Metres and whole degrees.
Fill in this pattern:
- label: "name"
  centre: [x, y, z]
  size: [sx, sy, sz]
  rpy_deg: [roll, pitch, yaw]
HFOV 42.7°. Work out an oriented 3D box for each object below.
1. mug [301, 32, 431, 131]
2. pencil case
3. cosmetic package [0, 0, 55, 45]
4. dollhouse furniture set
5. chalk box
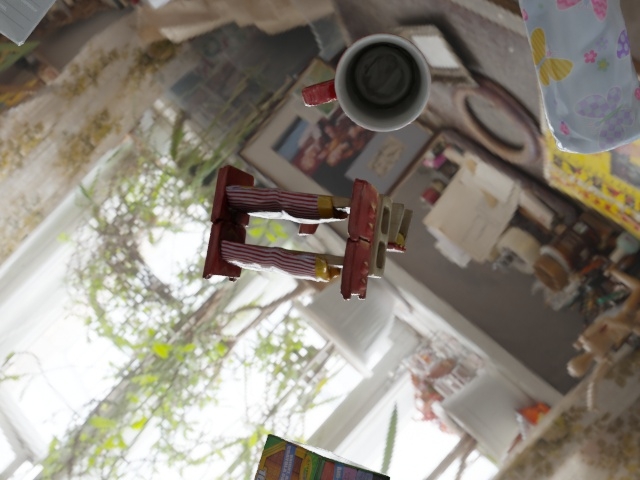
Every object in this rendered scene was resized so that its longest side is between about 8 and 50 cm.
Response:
- label: "mug"
  centre: [0.062, -0.210, 1.032]
  size: [0.150, 0.113, 0.169]
  rpy_deg: [16, -164, 1]
- label: "pencil case"
  centre: [0.318, -0.241, 0.989]
  size: [0.273, 0.124, 0.113]
  rpy_deg: [68, 166, -19]
- label: "cosmetic package"
  centre: [-0.276, -0.325, 0.784]
  size: [0.127, 0.238, 0.107]
  rpy_deg: [35, -176, -42]
- label: "dollhouse furniture set"
  centre: [0.000, 0.000, 1.196]
  size: [0.201, 0.152, 0.374]
  rpy_deg: [7, 178, 16]
- label: "chalk box"
  centre: [0.003, 0.378, 1.188]
  size: [0.132, 0.133, 0.213]
  rpy_deg: [24, 167, -28]
